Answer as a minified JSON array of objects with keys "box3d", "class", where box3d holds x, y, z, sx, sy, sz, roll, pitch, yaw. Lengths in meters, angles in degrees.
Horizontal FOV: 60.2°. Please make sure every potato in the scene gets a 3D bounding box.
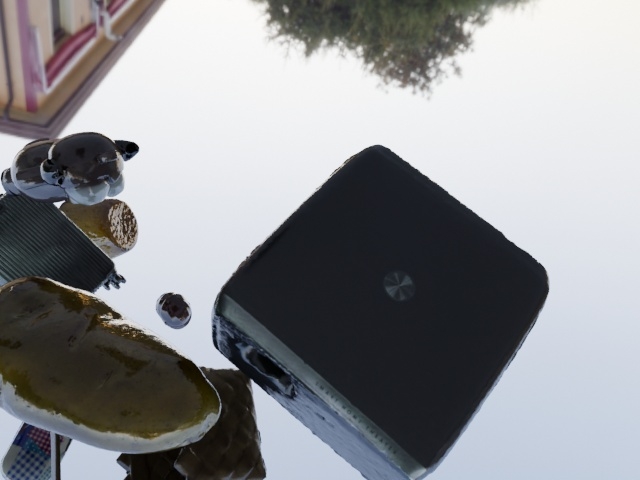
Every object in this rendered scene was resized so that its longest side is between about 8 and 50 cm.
[{"box3d":[-0.311,0.176,0.754,0.369,0.195,0.176,22,-99,15],"class":"potato"}]

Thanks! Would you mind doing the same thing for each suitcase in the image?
[{"box3d":[-0.588,0.041,1.169,0.312,0.128,0.202,51,-123,-22],"class":"suitcase"}]

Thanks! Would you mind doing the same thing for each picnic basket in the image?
[{"box3d":[-0.288,0.350,0.946,0.321,0.291,0.254,7,-123,-38],"class":"picnic basket"}]

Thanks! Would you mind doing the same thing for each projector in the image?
[{"box3d":[0.093,0.112,0.896,0.395,0.242,0.405,38,-116,10],"class":"projector"}]

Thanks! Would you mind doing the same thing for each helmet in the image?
[{"box3d":[-0.437,0.209,1.672,0.123,0.070,0.098,49,-120,-8],"class":"helmet"}]

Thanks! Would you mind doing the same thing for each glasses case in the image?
[{"box3d":[-0.662,0.444,1.374,0.125,0.076,0.327,31,-132,-17],"class":"glasses case"}]

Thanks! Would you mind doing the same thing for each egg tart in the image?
[{"box3d":[-0.621,-0.029,1.550,0.171,0.215,0.215,-11,-144,14],"class":"egg tart"}]

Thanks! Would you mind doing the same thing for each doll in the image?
[{"box3d":[-0.435,-0.121,0.943,0.257,0.117,0.182,1,-156,29],"class":"doll"}]
